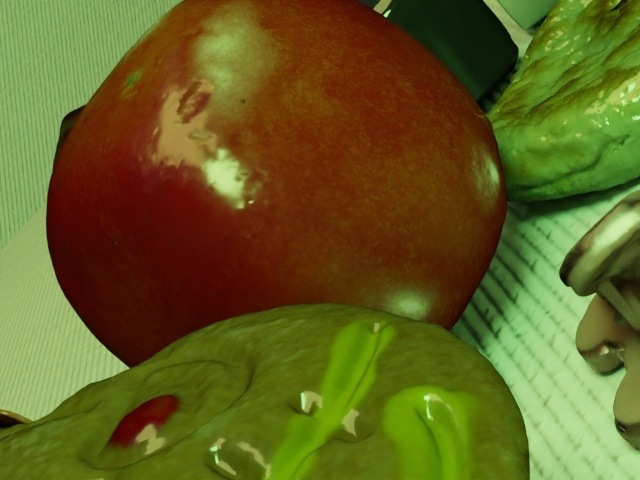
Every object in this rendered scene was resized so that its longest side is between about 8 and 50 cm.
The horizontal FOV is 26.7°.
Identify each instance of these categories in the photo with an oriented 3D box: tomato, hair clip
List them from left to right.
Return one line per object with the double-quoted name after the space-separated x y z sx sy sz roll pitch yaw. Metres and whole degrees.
-0.042 -0.030 0.847 0.298 0.226 0.299 -26 43 27 "tomato"
0.177 0.036 0.665 0.123 0.102 0.138 -40 -17 3 "hair clip"

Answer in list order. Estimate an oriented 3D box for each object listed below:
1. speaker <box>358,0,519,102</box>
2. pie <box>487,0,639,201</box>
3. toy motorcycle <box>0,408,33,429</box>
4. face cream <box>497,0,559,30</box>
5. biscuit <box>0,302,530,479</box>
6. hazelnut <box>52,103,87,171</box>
-0.006 -0.080 1.177 0.388 0.180 0.184 -41 22 11 "speaker"
0.219 -0.134 0.942 0.302 0.067 0.302 -38 16 13 "pie"
-0.285 0.253 1.057 0.221 0.147 0.326 -60 4 29 "toy motorcycle"
0.194 -0.334 1.241 0.179 0.218 0.218 -38 16 14 "face cream"
-0.111 0.149 0.560 0.394 0.070 0.350 -40 30 -28 "biscuit"
-0.209 -0.071 1.619 0.229 0.229 0.229 -39 16 14 "hazelnut"
